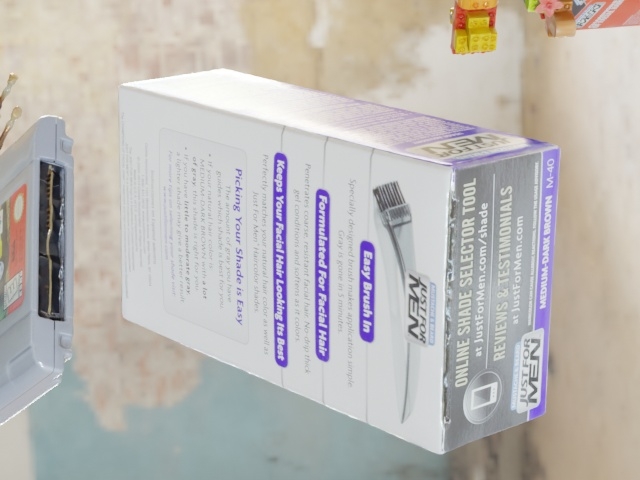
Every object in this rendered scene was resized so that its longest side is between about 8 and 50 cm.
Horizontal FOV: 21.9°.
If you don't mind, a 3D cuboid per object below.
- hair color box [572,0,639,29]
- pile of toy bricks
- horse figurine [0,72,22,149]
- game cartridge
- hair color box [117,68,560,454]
[{"bbox_3d":[0.284,-0.261,1.636,0.053,0.167,0.093,-47,64,43],"label":"hair color box"},{"bbox_3d":[0.147,-0.203,1.165,0.105,0.118,0.212,-101,9,-46],"label":"pile of toy bricks"},{"bbox_3d":[-0.439,-0.125,2.137,0.174,0.066,0.263,-58,28,24],"label":"horse figurine"},{"bbox_3d":[-0.327,0.036,1.756,0.196,0.060,0.294,-39,48,48],"label":"game cartridge"},{"bbox_3d":[0.000,0.000,1.131,0.338,0.110,0.185,19,115,46],"label":"hair color box"}]
